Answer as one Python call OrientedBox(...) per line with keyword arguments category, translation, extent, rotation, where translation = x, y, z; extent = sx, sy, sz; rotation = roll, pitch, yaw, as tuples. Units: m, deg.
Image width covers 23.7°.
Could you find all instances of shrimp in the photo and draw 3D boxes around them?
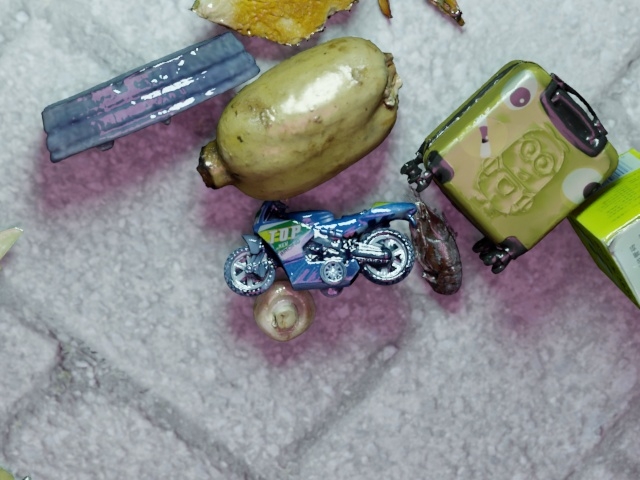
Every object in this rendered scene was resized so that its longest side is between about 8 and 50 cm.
OrientedBox(category="shrimp", translation=(0.147, -0.002, 2.020), extent=(0.056, 0.065, 0.165), rotation=(-29, 102, -33))
OrientedBox(category="shrimp", translation=(0.130, -0.308, 1.960), extent=(0.127, 0.025, 0.091), rotation=(40, 96, -10))

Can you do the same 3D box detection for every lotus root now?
OrientedBox(category="lotus root", translation=(-0.025, -0.146, 1.915), extent=(0.284, 0.146, 0.160), rotation=(-27, 114, 0))

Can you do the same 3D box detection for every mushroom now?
OrientedBox(category="mushroom", translation=(-0.047, 0.093, 2.012), extent=(0.083, 0.067, 0.083), rotation=(-3, 110, -8))

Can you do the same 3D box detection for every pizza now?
OrientedBox(category="pizza", translation=(-0.047, -0.320, 1.916), extent=(0.226, 0.069, 0.147), rotation=(-39, 120, 0))

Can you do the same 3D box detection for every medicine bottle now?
OrientedBox(category="medicine bottle", translation=(0.413, -0.013, 1.953), extent=(0.141, 0.250, 0.137), rotation=(-31, 106, 3))

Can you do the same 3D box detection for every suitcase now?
OrientedBox(category="suitcase", translation=(0.245, -0.105, 1.963), extent=(0.235, 0.143, 0.194), rotation=(-43, 104, 5))

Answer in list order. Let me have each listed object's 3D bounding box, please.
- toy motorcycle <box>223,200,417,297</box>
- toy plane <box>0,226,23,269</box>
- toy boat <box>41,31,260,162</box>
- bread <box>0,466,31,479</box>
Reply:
OrientedBox(category="toy motorcycle", translation=(0.000, 0.000, 1.968), extent=(0.254, 0.092, 0.135), rotation=(-4, 77, 0))
OrientedBox(category="toy plane", translation=(-0.516, 0.001, 1.921), extent=(0.256, 0.104, 0.242), rotation=(19, 86, -18))
OrientedBox(category="toy boat", translation=(-0.213, -0.178, 1.897), extent=(0.283, 0.127, 0.078), rotation=(-24, 100, -3))
OrientedBox(category="bread", translation=(-0.391, 0.456, 2.041), extent=(0.266, 0.178, 0.142), rotation=(39, 128, -11))
